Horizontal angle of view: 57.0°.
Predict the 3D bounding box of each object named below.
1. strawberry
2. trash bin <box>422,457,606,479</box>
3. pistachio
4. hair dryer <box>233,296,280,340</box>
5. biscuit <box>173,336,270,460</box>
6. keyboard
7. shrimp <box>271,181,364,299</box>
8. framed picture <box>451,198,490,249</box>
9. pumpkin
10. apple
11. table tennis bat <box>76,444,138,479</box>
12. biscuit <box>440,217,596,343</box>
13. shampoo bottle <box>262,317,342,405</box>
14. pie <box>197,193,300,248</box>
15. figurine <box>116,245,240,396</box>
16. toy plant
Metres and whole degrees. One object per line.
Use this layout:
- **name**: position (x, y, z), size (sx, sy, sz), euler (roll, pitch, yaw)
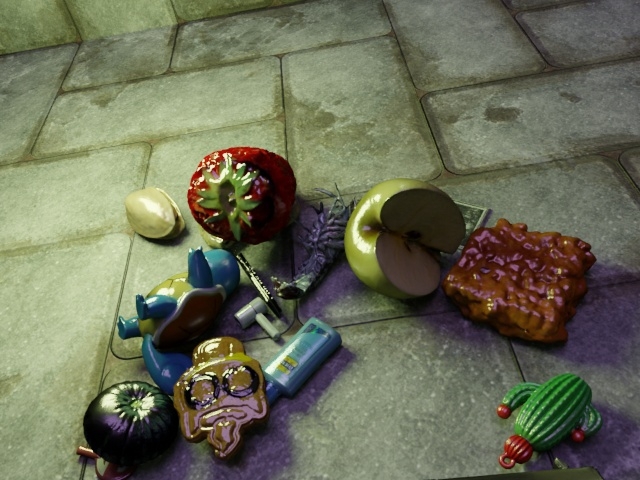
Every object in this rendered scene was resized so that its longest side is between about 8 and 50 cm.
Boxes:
- **strawberry**: position (-0.197, -0.122, 1.618), size (0.291, 0.310, 0.292), euler (-1, 86, 19)
- **trash bin**: position (0.335, 0.503, 1.001), size (0.301, 0.203, 0.252), euler (-7, 32, 3)
- **pistachio**: position (-0.513, -0.084, 1.821), size (0.223, 0.126, 0.152), euler (24, 92, 26)
- **hair dryer**: position (-0.151, 0.213, 1.506), size (0.082, 0.047, 0.137), euler (-36, 57, -22)
- **biscuit**: position (-0.222, 0.338, 1.302), size (0.208, 0.041, 0.291), euler (-13, 49, -5)
- **keyboard**: position (-0.171, 0.109, 1.573), size (0.025, 0.094, 0.230), euler (-35, 48, -7)
- **shrimp**: position (0.004, 0.000, 1.614), size (0.221, 0.166, 0.411), euler (1, 56, 43)
- **framed picture**: position (0.385, -0.050, 1.675), size (0.141, 0.011, 0.183), euler (17, 51, 26)
- **pumpkin**: position (-0.414, 0.400, 1.293), size (0.201, 0.140, 0.202), euler (16, 29, -9)
- **apple**: position (0.199, -0.007, 1.488), size (0.233, 0.257, 0.295), euler (21, 92, 52)
- **table tennis bat**: position (-0.476, 0.487, 1.318), size (0.154, 0.019, 0.098), euler (8, 47, 16)
- **biscuit**: position (0.483, 0.090, 1.448), size (0.318, 0.111, 0.312), euler (20, 55, 29)
- **shampoo bottle**: position (-0.066, 0.296, 1.389), size (0.103, 0.061, 0.258), euler (29, 57, 30)
- **pie**: position (-0.224, -0.099, 1.806), size (0.337, 0.075, 0.338), euler (-7, 44, 7)
- **figurine**: position (-0.356, 0.166, 1.473), size (0.242, 0.298, 0.417), euler (26, 50, -10)
- **toy plant**: position (0.449, 0.358, 1.203), size (0.240, 0.088, 0.155), euler (-19, 47, -2)
